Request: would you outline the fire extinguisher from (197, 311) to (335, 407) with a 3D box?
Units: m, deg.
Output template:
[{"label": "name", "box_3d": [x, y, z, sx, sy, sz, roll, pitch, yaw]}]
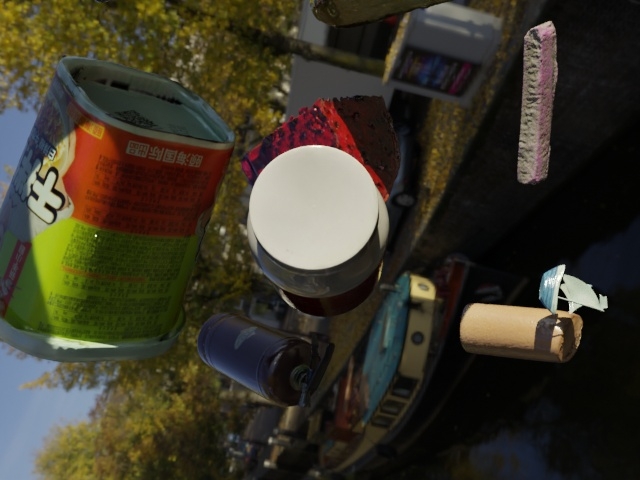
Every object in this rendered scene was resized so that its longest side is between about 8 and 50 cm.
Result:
[{"label": "fire extinguisher", "box_3d": [-0.090, 0.197, 1.150, 0.337, 0.114, 0.135, 11, 90, 55]}]

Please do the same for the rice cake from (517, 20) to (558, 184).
[{"label": "rice cake", "box_3d": [0.279, -0.175, 0.870, 0.047, 0.036, 0.206, -24, -62, -52]}]

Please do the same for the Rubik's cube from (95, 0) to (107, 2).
[{"label": "Rubik's cube", "box_3d": [-0.212, -0.498, 0.687, 0.301, 0.305, 0.303, -19, 47, 30]}]

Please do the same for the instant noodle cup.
[{"label": "instant noodle cup", "box_3d": [-0.267, -0.047, 0.859, 0.294, 0.294, 0.308, -89, 23, -66]}]

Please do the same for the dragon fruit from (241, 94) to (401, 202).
[{"label": "dragon fruit", "box_3d": [-0.020, -0.187, 1.342, 0.302, 0.330, 0.240, -61, -43, -40]}]

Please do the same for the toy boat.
[{"label": "toy boat", "box_3d": [0.526, 0.101, 1.401, 0.034, 0.149, 0.105, 104, 160, -74]}]

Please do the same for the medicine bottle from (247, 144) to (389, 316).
[{"label": "medicine bottle", "box_3d": [0.000, 0.000, 0.661, 0.250, 0.131, 0.131, 75, -154, -77]}]

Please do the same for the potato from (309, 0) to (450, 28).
[{"label": "potato", "box_3d": [0.118, -0.533, 1.184, 0.280, 0.330, 0.213, -10, -91, -70]}]

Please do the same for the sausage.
[{"label": "sausage", "box_3d": [0.459, 0.211, 1.541, 0.123, 0.253, 0.123, -2, -88, -58]}]
